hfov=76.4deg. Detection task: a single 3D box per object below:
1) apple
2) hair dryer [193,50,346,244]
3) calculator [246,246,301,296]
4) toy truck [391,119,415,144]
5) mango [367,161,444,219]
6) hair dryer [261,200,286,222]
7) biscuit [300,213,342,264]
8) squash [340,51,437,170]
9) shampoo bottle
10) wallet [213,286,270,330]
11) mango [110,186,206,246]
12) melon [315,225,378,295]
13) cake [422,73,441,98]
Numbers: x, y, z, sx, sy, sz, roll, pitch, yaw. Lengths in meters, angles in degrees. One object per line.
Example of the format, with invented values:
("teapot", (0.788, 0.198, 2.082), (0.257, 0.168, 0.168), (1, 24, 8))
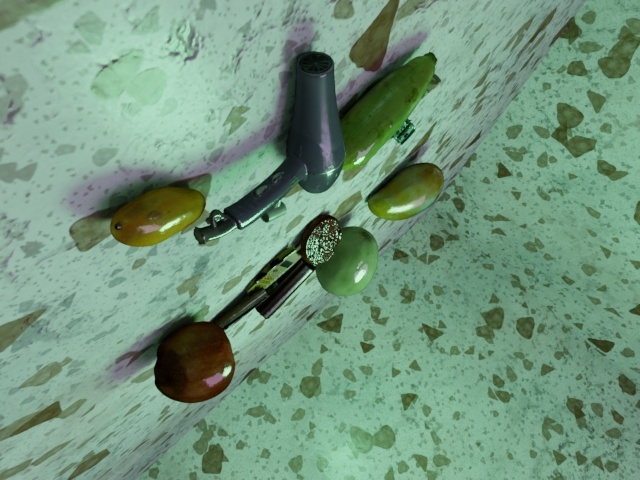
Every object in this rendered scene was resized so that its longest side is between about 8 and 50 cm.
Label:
("apple", (-0.355, 0.341, 1.138), (0.230, 0.230, 0.230), (-42, 166, -13))
("hair dryer", (-0.084, -0.123, 0.723), (0.361, 0.121, 0.301), (-48, 160, -23))
("calculator", (-0.162, 0.108, 1.391), (0.236, 0.033, 0.157), (-43, 167, 1))
("toy truck", (0.195, -0.337, 1.101), (0.067, 0.081, 0.175), (-47, 147, 4))
("mango", (0.367, -0.201, 1.724), (0.384, 0.198, 0.221), (-26, 167, -22))
("hair dryer", (-0.103, -0.099, 0.963), (0.063, 0.038, 0.124), (-33, 156, -41))
("biscuit", (0.000, 0.000, 1.408), (0.192, 0.049, 0.192), (-26, 129, -36))
("squash", (0.153, -0.305, 0.938), (0.370, 0.118, 0.118), (-45, 166, -5))
("shampoo bottle", (-0.111, 0.146, 1.513), (0.323, 0.084, 0.129), (-46, -168, 3))
("wallet", (-0.278, 0.248, 1.386), (0.243, 0.039, 0.133), (-35, 169, -9))
("mango", (-0.241, -0.041, 0.633), (0.098, 0.075, 0.190), (-28, -178, 27))
("melon", (0.106, 0.087, 1.658), (0.307, 0.272, 0.272), (-65, 164, 5))
("cake", (0.300, -0.444, 1.166), (0.051, 0.055, 0.140), (-49, -177, 9))
